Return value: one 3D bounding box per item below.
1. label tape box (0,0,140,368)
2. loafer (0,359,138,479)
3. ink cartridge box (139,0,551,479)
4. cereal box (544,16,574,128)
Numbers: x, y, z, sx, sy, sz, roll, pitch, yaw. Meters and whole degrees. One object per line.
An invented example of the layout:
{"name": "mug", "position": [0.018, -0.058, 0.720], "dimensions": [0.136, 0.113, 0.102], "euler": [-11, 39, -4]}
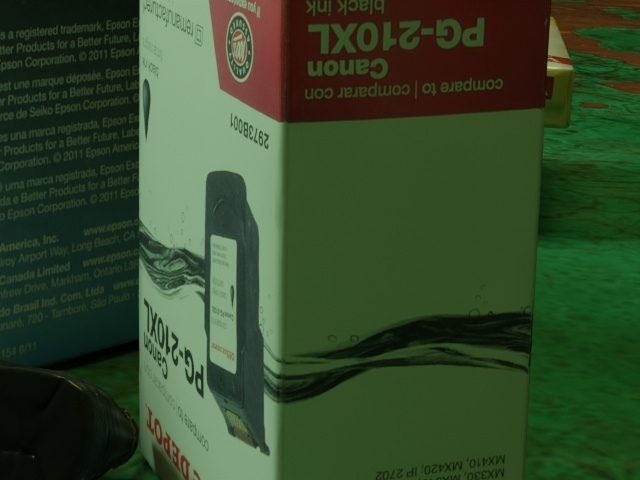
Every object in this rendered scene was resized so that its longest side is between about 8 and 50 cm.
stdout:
{"name": "label tape box", "position": [-0.122, -0.115, 0.855], "dimensions": [0.106, 0.334, 0.240], "euler": [16, 19, 38]}
{"name": "loafer", "position": [-0.155, 0.071, 0.709], "dimensions": [0.170, 0.062, 0.061], "euler": [13, -5, 20]}
{"name": "ink cartridge box", "position": [0.000, 0.000, 0.648], "dimensions": [0.100, 0.237, 0.172], "euler": [-5, 17, -20]}
{"name": "cereal box", "position": [0.087, -0.129, 1.236], "dimensions": [0.173, 0.047, 0.240], "euler": [5, 15, 2]}
